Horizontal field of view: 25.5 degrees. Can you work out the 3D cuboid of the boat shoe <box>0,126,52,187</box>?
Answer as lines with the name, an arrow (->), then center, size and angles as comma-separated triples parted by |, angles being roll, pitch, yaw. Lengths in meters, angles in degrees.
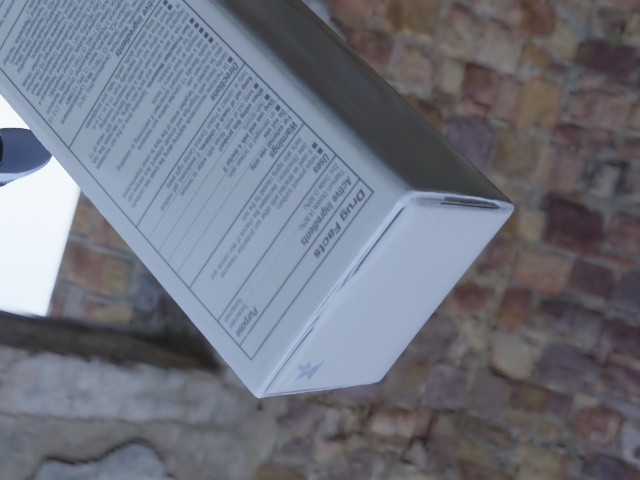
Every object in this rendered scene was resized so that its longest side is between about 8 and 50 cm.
boat shoe -> -0.489, -0.093, 1.996 | 0.228, 0.080, 0.076 | -24, 164, -28

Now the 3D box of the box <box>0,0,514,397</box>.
box -> -0.056, -0.069, 0.811 | 0.311, 0.148, 0.121 | 48, -157, 25

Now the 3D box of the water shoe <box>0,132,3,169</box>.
water shoe -> -0.461, -0.096, 1.596 | 0.203, 0.080, 0.073 | -10, 152, -10
